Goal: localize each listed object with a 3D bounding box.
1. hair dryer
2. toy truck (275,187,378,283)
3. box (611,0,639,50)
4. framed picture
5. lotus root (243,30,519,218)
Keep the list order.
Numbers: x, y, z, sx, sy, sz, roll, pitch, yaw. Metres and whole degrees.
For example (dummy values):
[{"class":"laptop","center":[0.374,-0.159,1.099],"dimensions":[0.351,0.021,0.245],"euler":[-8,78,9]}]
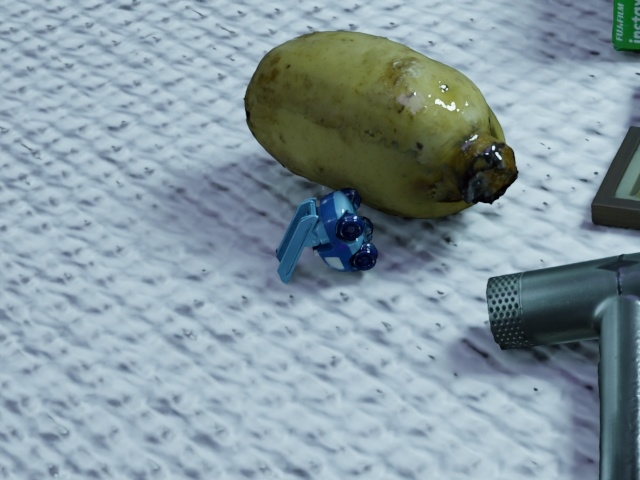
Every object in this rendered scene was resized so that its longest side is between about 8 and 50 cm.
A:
[{"class":"hair dryer","center":[0.300,0.104,1.414],"dimensions":[0.320,0.156,0.284],"euler":[-17,55,12]},{"class":"toy truck","center":[0.000,0.000,1.619],"dimensions":[0.090,0.073,0.056],"euler":[-19,35,11]},{"class":"box","center":[0.343,-0.315,1.865],"dimensions":[0.103,0.180,0.250],"euler":[3,37,11]},{"class":"framed picture","center":[0.335,-0.049,1.637],"dimensions":[0.168,0.023,0.128],"euler":[8,40,23]},{"class":"lotus root","center":[0.057,-0.102,1.660],"dimensions":[0.284,0.146,0.160],"euler":[26,8,39]}]
